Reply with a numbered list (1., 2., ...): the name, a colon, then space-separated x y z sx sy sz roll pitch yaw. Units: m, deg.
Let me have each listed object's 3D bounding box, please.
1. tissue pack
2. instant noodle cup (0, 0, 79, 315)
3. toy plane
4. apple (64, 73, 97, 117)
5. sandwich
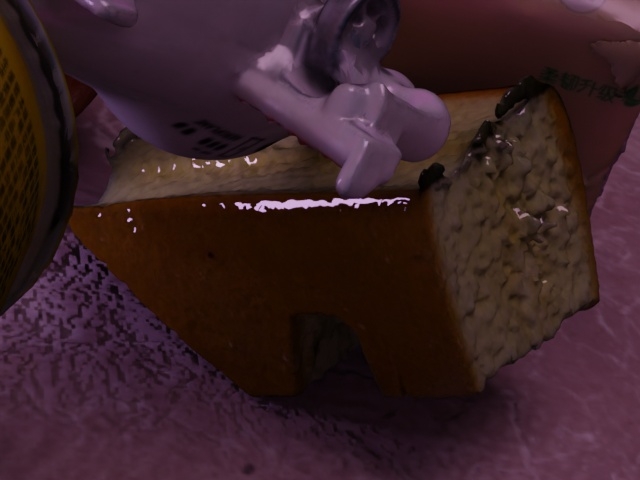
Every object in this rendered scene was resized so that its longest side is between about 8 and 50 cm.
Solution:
1. tissue pack: 0.043 -0.102 0.841 0.256 0.215 0.123 21 46 4
2. instant noodle cup: -0.253 0.037 0.486 0.325 0.325 0.254 11 47 -8
3. toy plane: -0.064 -0.092 0.658 0.252 0.118 0.252 25 14 -6
4. apple: -0.200 -0.122 0.816 0.209 0.164 0.209 12 29 -7
5. sandwich: 0.000 0.000 0.773 0.235 0.128 0.122 -1 24 37
